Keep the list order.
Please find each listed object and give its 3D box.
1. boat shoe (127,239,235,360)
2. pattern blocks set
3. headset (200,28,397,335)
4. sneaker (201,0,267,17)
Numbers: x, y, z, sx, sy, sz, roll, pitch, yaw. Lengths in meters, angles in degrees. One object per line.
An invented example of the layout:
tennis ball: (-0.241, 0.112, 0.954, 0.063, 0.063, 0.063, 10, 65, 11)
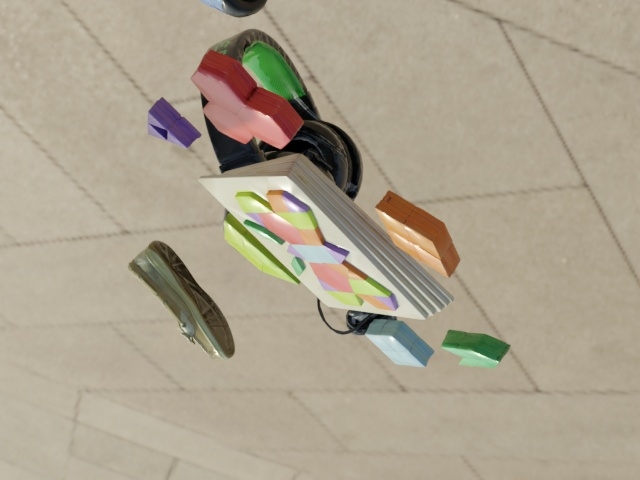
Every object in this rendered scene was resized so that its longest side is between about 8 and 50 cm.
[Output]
boat shoe: (-0.149, 0.072, 1.202, 0.048, 0.056, 0.153, -39, 84, 15)
pattern blocks set: (0.000, 0.000, 0.856, 0.325, 0.026, 0.285, 39, 160, -13)
headset: (-0.003, -0.065, 1.306, 0.185, 0.243, 0.394, -16, 109, 20)
sneaker: (-0.028, -0.317, 0.836, 0.130, 0.147, 0.330, -11, 136, -37)
